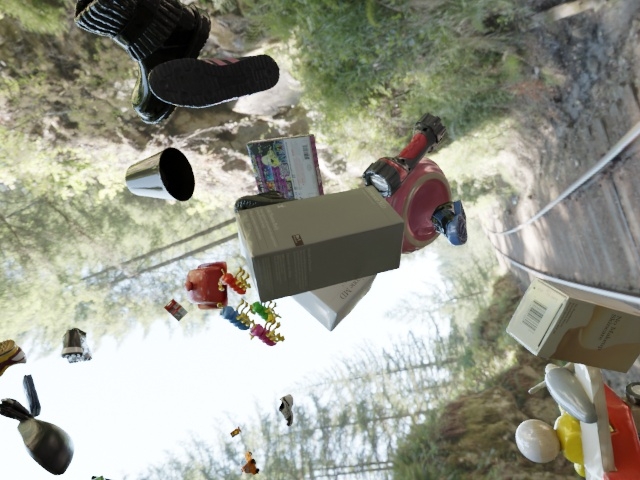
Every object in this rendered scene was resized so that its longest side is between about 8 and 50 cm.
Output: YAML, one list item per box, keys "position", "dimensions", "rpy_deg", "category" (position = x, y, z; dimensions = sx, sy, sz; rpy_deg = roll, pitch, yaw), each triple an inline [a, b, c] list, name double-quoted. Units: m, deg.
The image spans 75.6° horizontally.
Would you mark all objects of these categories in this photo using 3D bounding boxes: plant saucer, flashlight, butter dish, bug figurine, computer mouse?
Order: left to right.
- position: [-0.704, 0.493, 1.053]
  dimensions: [0.072, 0.272, 0.188]
  rpy_deg: [-47, -48, -31]
  category: "computer mouse"
- position: [-0.391, 0.149, 1.356]
  dimensions: [0.118, 0.160, 0.159]
  rpy_deg: [8, -103, -53]
  category: "butter dish"
- position: [-0.193, 0.187, 1.112]
  dimensions: [0.216, 0.072, 0.279]
  rpy_deg: [43, -173, -22]
  category: "bug figurine"
- position: [0.239, -0.247, 1.152]
  dimensions: [0.304, 0.103, 0.103]
  rpy_deg: [-49, -15, -24]
  category: "flashlight"
- position: [0.326, -0.108, 1.365]
  dimensions: [0.332, 0.084, 0.332]
  rpy_deg: [-14, -67, -35]
  category: "plant saucer"

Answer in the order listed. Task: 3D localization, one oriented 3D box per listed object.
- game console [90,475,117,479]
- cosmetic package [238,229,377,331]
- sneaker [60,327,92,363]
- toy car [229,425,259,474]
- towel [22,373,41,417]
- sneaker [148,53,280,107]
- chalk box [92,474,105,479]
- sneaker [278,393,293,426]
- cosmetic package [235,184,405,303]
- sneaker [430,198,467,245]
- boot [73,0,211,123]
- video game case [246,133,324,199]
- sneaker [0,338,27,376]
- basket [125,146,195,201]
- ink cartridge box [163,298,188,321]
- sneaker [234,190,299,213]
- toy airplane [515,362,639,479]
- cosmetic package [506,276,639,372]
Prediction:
- position: [-0.702, 0.859, 1.353]
  dimensions: [0.085, 0.144, 0.124]
  rpy_deg: [93, -172, -50]
  category: "game console"
- position: [-0.051, 0.072, 1.448]
  dimensions: [0.230, 0.453, 0.161]
  rpy_deg: [-42, -21, -29]
  category: "cosmetic package"
- position: [-0.810, 0.348, 1.379]
  dimensions: [0.234, 0.078, 0.106]
  rpy_deg: [132, 132, -60]
  category: "sneaker"
- position: [-0.198, 0.542, 1.053]
  dimensions: [0.122, 0.041, 0.060]
  rpy_deg: [39, 147, 49]
  category: "toy car"
- position: [-0.859, 0.461, 1.223]
  dimensions: [0.029, 0.067, 0.119]
  rpy_deg: [-11, -127, -44]
  category: "towel"
- position: [-0.265, -0.389, 1.019]
  dimensions: [0.319, 0.131, 0.112]
  rpy_deg: [-16, -69, -29]
  category: "sneaker"
- position: [-0.684, 0.835, 1.192]
  dimensions: [0.179, 0.289, 0.180]
  rpy_deg: [-19, -79, -33]
  category: "chalk box"
- position: [-0.089, 0.424, 1.028]
  dimensions: [0.037, 0.032, 0.083]
  rpy_deg: [-4, -84, -32]
  category: "sneaker"
- position: [0.000, 0.000, 0.655]
  dimensions: [0.127, 0.238, 0.107]
  rpy_deg: [-122, 21, -49]
  category: "cosmetic package"
- position: [0.353, -0.043, 1.146]
  dimensions: [0.081, 0.091, 0.232]
  rpy_deg: [64, -153, -15]
  category: "sneaker"
- position: [-0.447, -0.451, 0.978]
  dimensions: [0.260, 0.348, 0.131]
  rpy_deg: [-3, -132, -52]
  category: "boot"
- position: [-0.100, -0.190, 1.233]
  dimensions: [0.042, 0.210, 0.232]
  rpy_deg: [-47, -49, -57]
  category: "video game case"
- position: [-0.861, 0.327, 1.055]
  dimensions: [0.069, 0.186, 0.083]
  rpy_deg: [-127, 20, -54]
  category: "sneaker"
- position: [-0.619, -0.239, 1.572]
  dimensions: [0.154, 0.227, 0.204]
  rpy_deg: [-44, -55, -50]
  category: "basket"
- position: [-0.677, 0.327, 1.936]
  dimensions: [0.063, 0.029, 0.115]
  rpy_deg: [-48, -35, -21]
  category: "ink cartridge box"
- position: [-0.086, -0.076, 1.033]
  dimensions: [0.130, 0.228, 0.087]
  rpy_deg: [-41, -43, -64]
  category: "sneaker"
- position: [0.541, 0.442, 0.830]
  dimensions: [0.384, 0.273, 0.386]
  rpy_deg: [39, -126, -51]
  category: "toy airplane"
- position: [0.234, 0.077, 0.370]
  dimensions: [0.041, 0.115, 0.060]
  rpy_deg: [-124, 51, -65]
  category: "cosmetic package"
